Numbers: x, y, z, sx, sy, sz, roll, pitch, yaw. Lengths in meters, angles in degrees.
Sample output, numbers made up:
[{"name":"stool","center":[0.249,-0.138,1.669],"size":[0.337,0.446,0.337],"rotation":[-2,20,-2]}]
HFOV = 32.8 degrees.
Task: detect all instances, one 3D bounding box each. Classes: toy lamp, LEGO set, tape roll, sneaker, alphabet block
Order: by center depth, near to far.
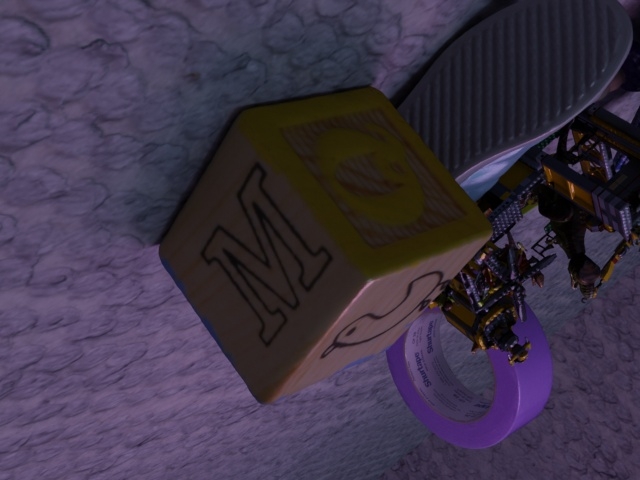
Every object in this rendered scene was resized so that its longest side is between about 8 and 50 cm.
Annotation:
[{"name":"alphabet block","center":[0.000,0.000,1.003],"size":[0.192,0.193,0.197],"rotation":[-20,155,-45]},{"name":"sneaker","center":[0.162,-0.124,1.126],"size":[0.366,0.135,0.150],"rotation":[-35,171,21]},{"name":"LEGO set","center":[0.283,0.009,1.221],"size":[0.331,0.192,0.255],"rotation":[-36,138,-16]},{"name":"toy lamp","center":[0.288,-0.152,1.334],"size":[0.275,0.080,0.080],"rotation":[-30,160,-17]},{"name":"tape roll","center":[0.231,0.187,1.729],"size":[0.090,0.275,0.275],"rotation":[-23,157,-39]}]

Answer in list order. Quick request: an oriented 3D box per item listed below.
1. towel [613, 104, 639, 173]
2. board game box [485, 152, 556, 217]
[{"name":"towel","center":[0.455,-0.201,1.422],"size":[0.243,0.040,0.336],"rotation":[-61,170,-18]},{"name":"board game box","center":[0.244,-0.064,1.412],"size":[0.092,0.043,0.181],"rotation":[-33,-175,-11]}]
